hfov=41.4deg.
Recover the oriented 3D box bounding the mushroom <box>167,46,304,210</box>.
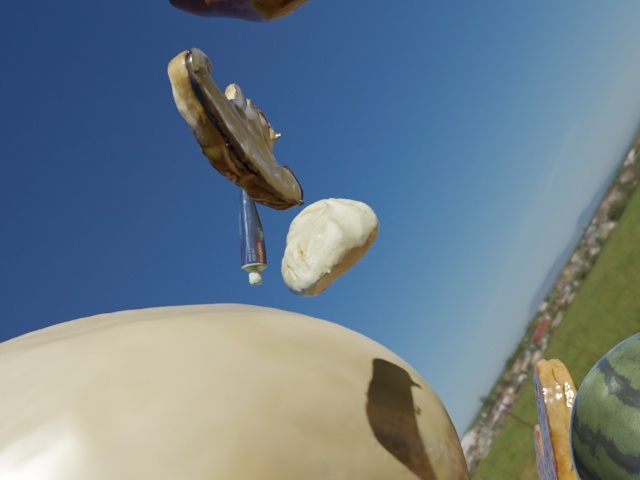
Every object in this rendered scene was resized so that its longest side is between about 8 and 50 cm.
[{"bbox_3d":[-0.036,-0.046,0.387,0.101,0.019,0.049,50,-150,-41],"label":"mushroom"}]

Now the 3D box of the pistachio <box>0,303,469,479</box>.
[{"bbox_3d":[-0.098,0.199,0.480,0.445,0.365,0.282,-24,-32,-27],"label":"pistachio"}]

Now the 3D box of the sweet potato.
[{"bbox_3d":[-0.077,-0.376,1.226,0.112,0.359,0.112,21,-118,-47],"label":"sweet potato"}]

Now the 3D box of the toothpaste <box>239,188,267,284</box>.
[{"bbox_3d":[-0.052,-0.008,0.624,0.027,0.019,0.083,75,-173,-75],"label":"toothpaste"}]

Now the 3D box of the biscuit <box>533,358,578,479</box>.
[{"bbox_3d":[0.277,0.267,0.941,0.277,0.052,0.262,52,-149,-74],"label":"biscuit"}]

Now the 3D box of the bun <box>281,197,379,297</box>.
[{"bbox_3d":[0.000,0.000,1.268,0.183,0.102,0.183,-42,10,9],"label":"bun"}]

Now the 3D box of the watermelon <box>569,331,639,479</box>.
[{"bbox_3d":[0.161,0.088,0.347,0.105,0.105,0.133,-64,6,9],"label":"watermelon"}]
